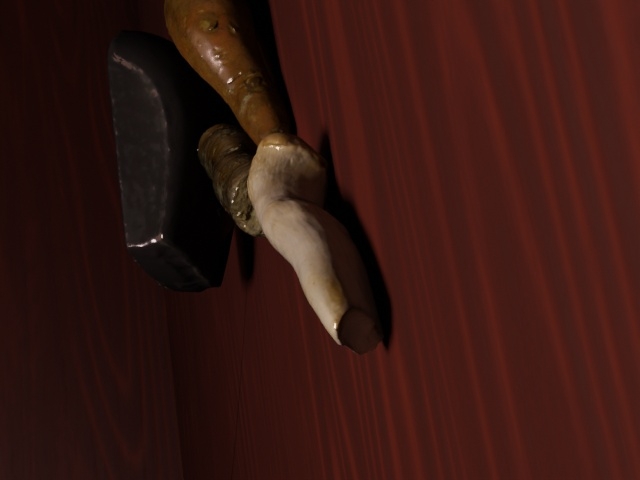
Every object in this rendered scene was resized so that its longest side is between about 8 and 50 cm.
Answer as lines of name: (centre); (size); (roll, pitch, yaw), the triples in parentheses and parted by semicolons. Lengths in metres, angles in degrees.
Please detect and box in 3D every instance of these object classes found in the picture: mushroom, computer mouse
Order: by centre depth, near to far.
mushroom: (-0.002, -0.001, 0.725); (0.054, 0.059, 0.202); (-50, 30, 16)
computer mouse: (-0.134, -0.084, 1.193); (0.170, 0.100, 0.269); (44, -146, -67)

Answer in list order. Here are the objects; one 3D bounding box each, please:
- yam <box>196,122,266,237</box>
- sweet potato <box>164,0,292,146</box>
yam: (-0.065, -0.058, 1.002); (0.253, 0.061, 0.061); (-129, 36, -72)
sweet potato: (-0.084, -0.178, 1.019); (0.108, 0.079, 0.346); (59, -179, -29)
